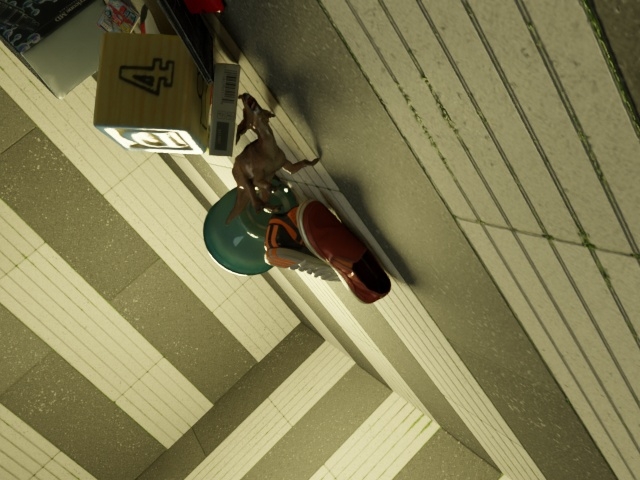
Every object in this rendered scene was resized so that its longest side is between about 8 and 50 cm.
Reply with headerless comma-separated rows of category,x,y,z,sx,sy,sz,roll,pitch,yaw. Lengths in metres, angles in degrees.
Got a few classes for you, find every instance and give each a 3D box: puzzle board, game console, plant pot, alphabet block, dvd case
puzzle board,-0.552,-0.598,1.585,0.128,0.096,0.011,42,-166,22
game console,-0.234,-0.488,1.038,0.124,0.085,0.144,6,149,23
plant pot,-0.186,-0.055,1.717,0.271,0.272,0.255,48,153,-3
alphabet block,-0.346,-0.304,1.235,0.194,0.197,0.192,3,173,1
dvd case,-0.258,-0.427,1.100,0.221,0.018,0.164,62,-166,-49

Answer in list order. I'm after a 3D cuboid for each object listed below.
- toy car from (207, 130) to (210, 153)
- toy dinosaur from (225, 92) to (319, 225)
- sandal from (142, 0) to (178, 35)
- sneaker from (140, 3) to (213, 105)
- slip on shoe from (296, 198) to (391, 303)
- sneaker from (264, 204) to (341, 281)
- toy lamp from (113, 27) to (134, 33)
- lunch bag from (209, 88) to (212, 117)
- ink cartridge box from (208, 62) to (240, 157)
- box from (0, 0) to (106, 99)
toy car,-0.410,-0.379,1.880,0.239,0.053,0.225,42,167,23
toy dinosaur,-0.146,-0.174,1.291,0.200,0.127,0.295,48,127,11
sandal,-0.322,-0.496,1.206,0.240,0.088,0.079,45,-154,-42
sneaker,-0.332,-0.432,1.384,0.090,0.145,0.270,-32,-65,-77
slip on shoe,0.064,0.025,1.455,0.101,0.123,0.331,-17,118,50
sneaker,0.000,0.000,1.563,0.321,0.180,0.125,20,154,-37
toy lamp,-0.505,-0.518,1.710,0.080,0.080,0.274,36,164,41
lunch bag,-0.254,-0.346,1.457,0.083,0.053,0.071,-20,114,49
ink cartridge box,-0.214,-0.291,1.280,0.232,0.066,0.189,-113,29,-73
box,-0.867,-0.696,1.864,0.395,0.293,0.212,41,167,25
